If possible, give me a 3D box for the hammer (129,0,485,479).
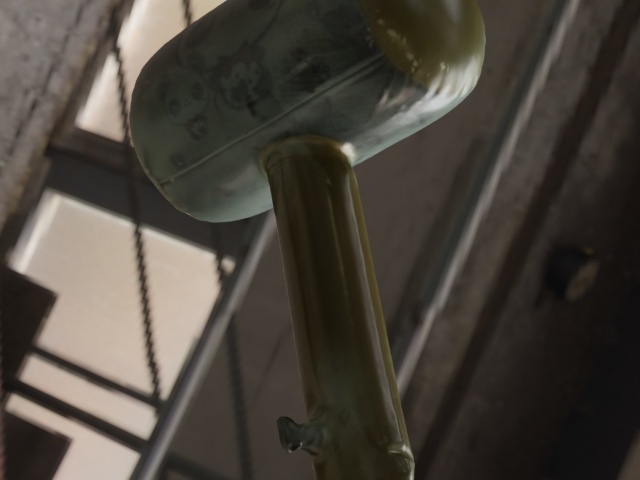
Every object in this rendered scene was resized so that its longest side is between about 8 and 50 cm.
[{"bbox_3d":[0.000,0.000,0.851,0.113,0.202,0.305,20,52,-40],"label":"hammer"}]
